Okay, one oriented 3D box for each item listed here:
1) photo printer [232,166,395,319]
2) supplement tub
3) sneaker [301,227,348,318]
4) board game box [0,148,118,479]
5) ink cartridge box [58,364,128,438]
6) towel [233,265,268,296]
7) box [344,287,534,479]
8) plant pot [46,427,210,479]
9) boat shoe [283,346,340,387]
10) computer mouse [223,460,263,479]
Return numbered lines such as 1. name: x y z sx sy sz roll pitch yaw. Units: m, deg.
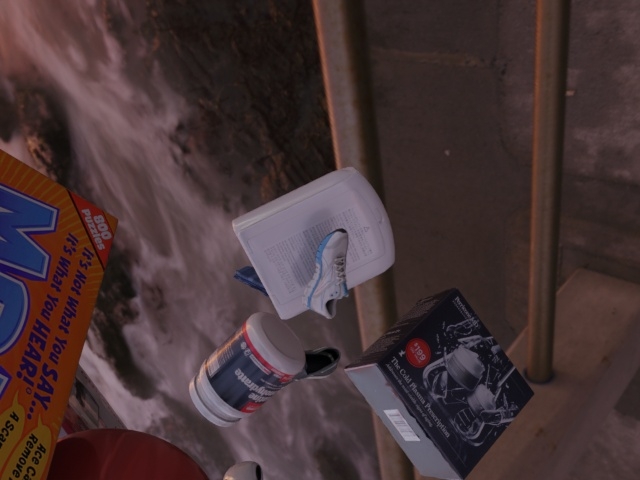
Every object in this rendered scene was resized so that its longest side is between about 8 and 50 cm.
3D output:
1. photo printer: 0.000 0.000 1.344 0.256 0.307 0.107 64 179 -23
2. supplement tub: -0.190 0.335 1.617 0.272 0.191 0.191 -44 80 16
3. sneaker: 0.030 0.069 1.219 0.083 0.071 0.191 34 121 35
4. board game box: -0.503 0.095 0.666 0.356 0.356 0.356 -28 133 31
5. ink cartridge box: -0.434 0.368 1.093 0.226 0.131 0.306 61 170 -16
6. towel: -0.159 0.103 1.598 0.119 0.067 0.029 23 116 27
7. box: 0.297 0.352 1.552 0.343 0.312 0.179 53 151 -2
8. plant pot: -0.251 0.378 0.665 0.243 0.275 0.275 -118 4 -77
9. boat shoe: -0.076 0.384 1.943 0.099 0.319 0.116 -51 50 42
10. computer mouse: -0.131 0.419 0.986 0.193 0.106 0.042 -101 -7 -61
